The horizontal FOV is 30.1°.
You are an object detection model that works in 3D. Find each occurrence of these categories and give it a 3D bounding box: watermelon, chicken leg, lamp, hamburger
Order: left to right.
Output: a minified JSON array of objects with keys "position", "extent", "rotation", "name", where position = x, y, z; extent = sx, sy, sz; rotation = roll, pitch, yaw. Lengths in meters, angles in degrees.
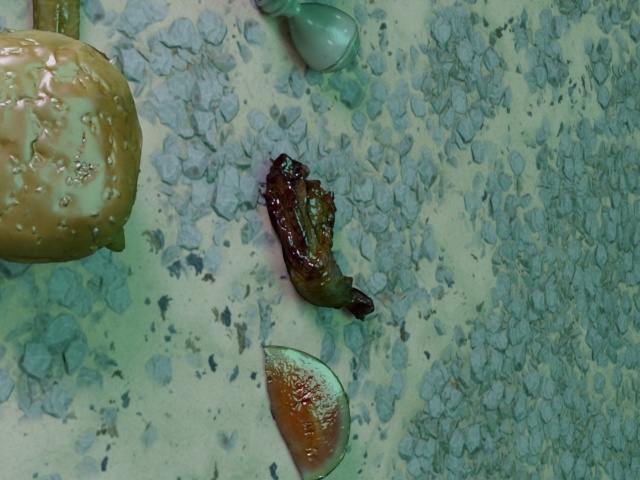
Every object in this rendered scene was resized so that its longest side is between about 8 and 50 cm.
[{"position":[-0.345,-0.113,1.442],"extent":[0.260,0.144,0.283],"rotation":[-3,85,-16],"name":"hamburger"},{"position":[-0.019,-0.343,1.876],"extent":[0.193,0.106,0.106],"rotation":[36,62,-27],"name":"lamp"},{"position":[-0.019,0.267,1.877],"extent":[0.119,0.063,0.245],"rotation":[-23,106,-31],"name":"watermelon"},{"position":[-0.004,0.007,1.889],"extent":[0.177,0.083,0.322],"rotation":[-40,114,-56],"name":"chicken leg"}]

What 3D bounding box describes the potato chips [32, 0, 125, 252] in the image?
[{"position":[-0.326,-0.181,1.560],"extent":[0.057,0.080,0.406],"rotation":[-14,97,-62],"name":"potato chips"}]
